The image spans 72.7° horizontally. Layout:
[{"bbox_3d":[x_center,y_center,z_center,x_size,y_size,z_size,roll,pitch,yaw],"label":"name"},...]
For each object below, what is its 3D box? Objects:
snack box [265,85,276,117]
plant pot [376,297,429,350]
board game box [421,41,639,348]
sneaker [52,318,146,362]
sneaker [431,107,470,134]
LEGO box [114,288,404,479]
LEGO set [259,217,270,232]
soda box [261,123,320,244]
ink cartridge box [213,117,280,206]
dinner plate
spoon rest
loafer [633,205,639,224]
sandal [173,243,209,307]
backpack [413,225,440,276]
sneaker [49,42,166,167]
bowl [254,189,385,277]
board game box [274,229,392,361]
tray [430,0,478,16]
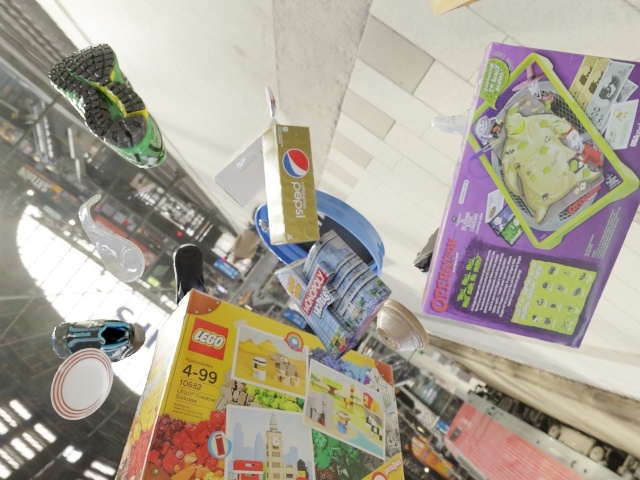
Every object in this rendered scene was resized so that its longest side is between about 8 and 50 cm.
[{"bbox_3d":[-0.181,-0.507,1.586,0.178,0.022,0.064,-109,14,-55],"label":"snack box"},{"bbox_3d":[0.298,0.351,1.697,0.237,0.110,0.237,45,162,20],"label":"plant pot"},{"bbox_3d":[0.265,-0.044,0.539,0.209,0.346,0.056,11,-160,5],"label":"board game box"},{"bbox_3d":[-0.591,0.290,1.254,0.140,0.124,0.341,-9,168,9],"label":"sneaker"},{"bbox_3d":[0.470,-0.391,1.414,0.212,0.080,0.094,19,125,24],"label":"sneaker"},{"bbox_3d":[-0.090,0.370,0.841,0.501,0.193,0.372,26,-139,-25],"label":"LEGO box"},{"bbox_3d":[-0.153,-0.035,1.230,0.083,0.024,0.054,31,137,40],"label":"LEGO set"},{"bbox_3d":[-0.048,-0.085,0.686,0.062,0.181,0.058,-4,179,-31],"label":"soda box"},{"bbox_3d":[-0.142,-0.184,0.995,0.092,0.160,0.219,47,-166,-19],"label":"ink cartridge box"},{"bbox_3d":[-0.489,0.295,0.900,0.141,0.141,0.017,32,165,26],"label":"dinner plate"},{"bbox_3d":[-0.619,0.001,1.279,0.276,0.137,0.084,58,-157,-3],"label":"spoon rest"},{"bbox_3d":[0.721,-0.075,0.828,0.101,0.269,0.091,-114,24,-51],"label":"loafer"},{"bbox_3d":[-0.337,0.137,1.150,0.055,0.097,0.254,19,122,58],"label":"sandal"},{"bbox_3d":[0.548,0.109,1.518,0.355,0.290,0.273,54,140,-6],"label":"backpack"},{"bbox_3d":[-0.424,-0.268,0.876,0.343,0.134,0.146,54,169,26],"label":"sneaker"},{"bbox_3d":[0.000,0.000,1.241,0.392,0.077,0.391,23,150,14],"label":"bowl"},{"bbox_3d":[0.007,0.084,0.761,0.194,0.060,0.194,46,142,21],"label":"board game box"},{"bbox_3d":[0.396,-0.572,0.910,0.411,0.203,0.076,-110,0,-71],"label":"tray"}]
